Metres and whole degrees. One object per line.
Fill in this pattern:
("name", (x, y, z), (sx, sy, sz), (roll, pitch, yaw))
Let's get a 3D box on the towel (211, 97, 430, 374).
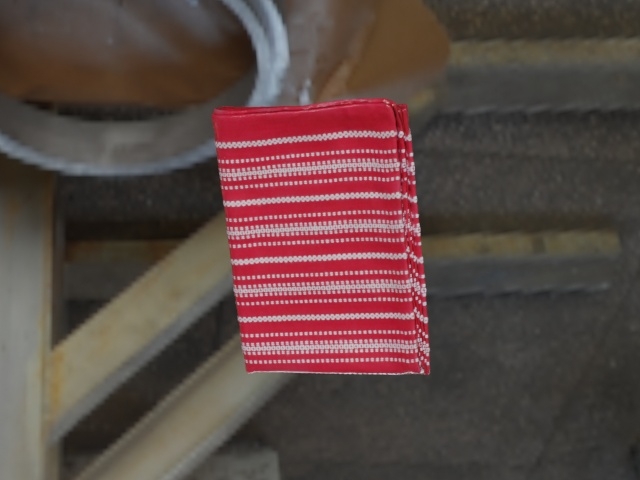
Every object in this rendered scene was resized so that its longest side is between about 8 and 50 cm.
("towel", (0.000, 0.000, 1.597), (0.198, 0.031, 0.275), (0, 107, 22))
